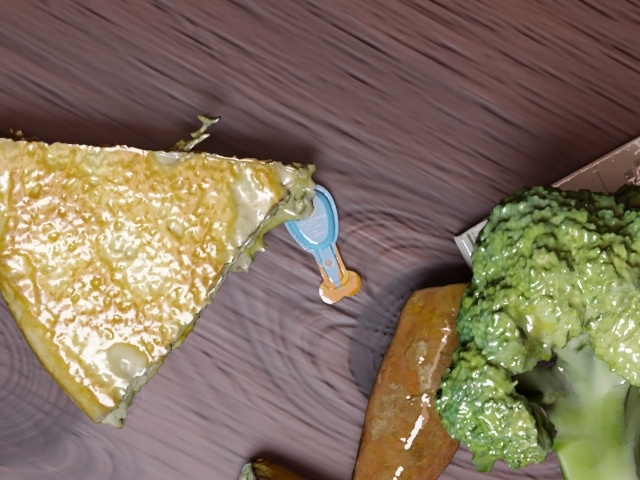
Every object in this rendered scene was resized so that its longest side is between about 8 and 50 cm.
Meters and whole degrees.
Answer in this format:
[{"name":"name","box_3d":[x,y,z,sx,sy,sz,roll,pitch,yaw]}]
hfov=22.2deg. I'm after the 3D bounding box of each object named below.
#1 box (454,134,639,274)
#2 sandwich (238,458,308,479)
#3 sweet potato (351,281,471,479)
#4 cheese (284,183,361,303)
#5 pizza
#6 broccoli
[{"name":"box","box_3d":[0.228,-0.004,1.423,0.198,0.029,0.109,-29,91,-4]},{"name":"sandwich","box_3d":[0.010,0.252,1.377,0.163,0.113,0.079,14,114,-16]},{"name":"sweet potato","box_3d":[0.083,0.147,1.390,0.097,0.097,0.252,23,95,-3]},{"name":"cheese","box_3d":[0.000,0.000,1.416,0.047,0.017,0.111,-22,91,0]},{"name":"pizza","box_3d":[-0.134,0.005,1.386,0.287,0.075,0.280,-18,95,-5]},{"name":"broccoli","box_3d":[0.216,0.100,1.294,0.254,0.186,0.302,0,92,-39]}]
